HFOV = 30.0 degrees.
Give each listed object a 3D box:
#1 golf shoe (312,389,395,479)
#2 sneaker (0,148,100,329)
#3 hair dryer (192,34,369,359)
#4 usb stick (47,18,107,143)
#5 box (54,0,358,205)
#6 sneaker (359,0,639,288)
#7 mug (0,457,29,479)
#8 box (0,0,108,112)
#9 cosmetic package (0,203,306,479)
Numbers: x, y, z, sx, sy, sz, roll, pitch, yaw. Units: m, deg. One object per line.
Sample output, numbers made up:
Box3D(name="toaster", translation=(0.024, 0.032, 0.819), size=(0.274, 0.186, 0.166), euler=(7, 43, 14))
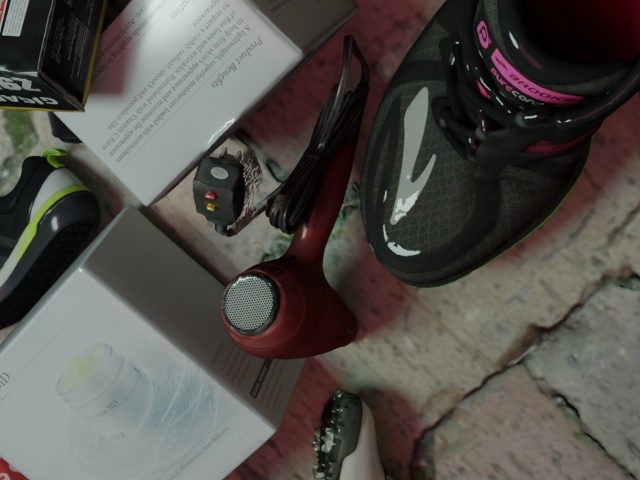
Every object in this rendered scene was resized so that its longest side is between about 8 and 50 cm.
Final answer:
Box3D(name="golf shoe", translation=(0.051, 0.256, 1.139), size=(0.120, 0.105, 0.272), euler=(-3, 119, -1))
Box3D(name="sneaker", translation=(-0.295, 0.004, 1.133), size=(0.235, 0.084, 0.097), euler=(-43, 75, 25))
Box3D(name="hair dryer", translation=(0.000, 0.000, 0.991), size=(0.080, 0.223, 0.293), euler=(28, 142, 28))
Box3D(name="usb stick", translation=(-0.224, -0.215, 1.023), size=(0.077, 0.045, 0.278), euler=(1, 113, 24))
Box3D(name="box", translation=(-0.088, -0.148, 0.940), size=(0.119, 0.182, 0.181), euler=(46, 116, -5))
Box3D(name="sneaker", translation=(0.145, -0.139, 0.839), size=(0.185, 0.202, 0.483), euler=(45, 130, 14))
Box3D(name="mug", translation=(-0.329, 0.228, 1.210), size=(0.150, 0.113, 0.169), euler=(-29, 100, 22))
Box3D(name="box", translation=(-0.270, -0.260, 0.888), size=(0.257, 0.079, 0.322), euler=(4, 76, 17))
Box3D(name="cosmetic package", translation=(-0.177, 0.132, 1.103), size=(0.225, 0.138, 0.224), euler=(42, 116, -8))
